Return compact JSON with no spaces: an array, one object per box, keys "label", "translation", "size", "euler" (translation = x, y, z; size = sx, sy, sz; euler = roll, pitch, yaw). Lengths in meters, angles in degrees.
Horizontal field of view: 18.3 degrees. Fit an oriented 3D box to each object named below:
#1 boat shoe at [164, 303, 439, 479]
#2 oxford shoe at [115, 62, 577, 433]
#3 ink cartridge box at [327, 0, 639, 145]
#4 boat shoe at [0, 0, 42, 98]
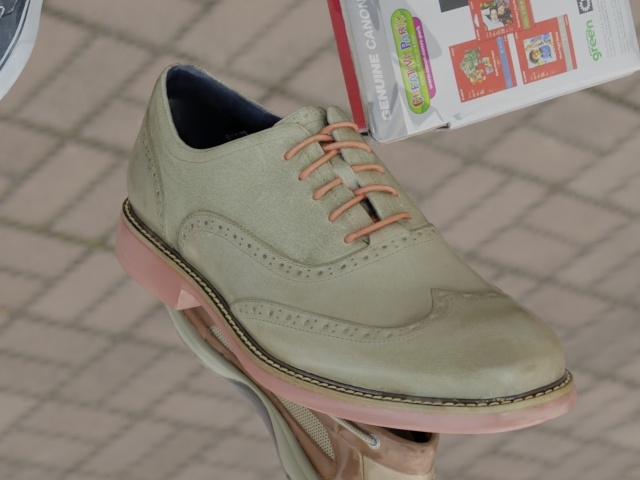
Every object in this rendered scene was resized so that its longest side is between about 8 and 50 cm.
[{"label":"boat shoe","translation":[-0.010,0.071,1.492],"size":[0.123,0.324,0.116],"euler":[-16,146,-41]},{"label":"oxford shoe","translation":[0.000,0.000,1.233],"size":[0.140,0.397,0.146],"euler":[-16,120,-40]},{"label":"ink cartridge box","translation":[0.079,-0.245,1.514],"size":[0.272,0.309,0.130],"euler":[-18,-170,-32]},{"label":"boat shoe","translation":[-0.247,-0.192,1.456],"size":[0.065,0.183,0.083],"euler":[-1,157,46]}]
